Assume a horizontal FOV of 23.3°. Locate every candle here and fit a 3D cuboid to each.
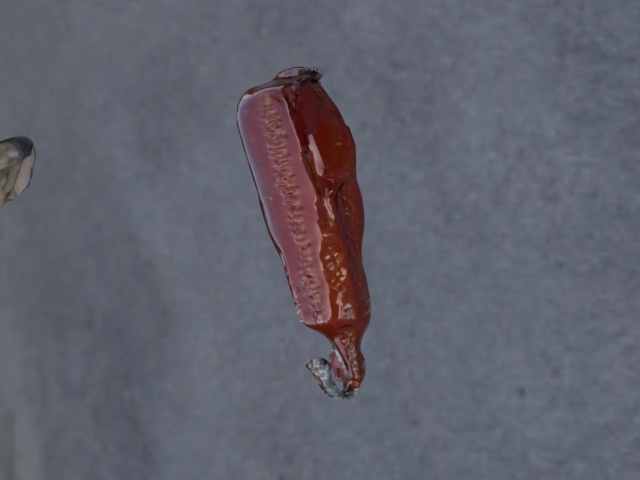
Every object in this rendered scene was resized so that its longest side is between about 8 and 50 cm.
[{"bbox_3d":[0.000,0.000,0.735,0.048,0.053,0.162,-84,-19,-77],"label":"candle"}]

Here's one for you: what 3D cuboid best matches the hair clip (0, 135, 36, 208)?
[{"bbox_3d":[-0.144,0.011,0.431,0.214,0.056,0.062,-64,-2,-62],"label":"hair clip"}]
